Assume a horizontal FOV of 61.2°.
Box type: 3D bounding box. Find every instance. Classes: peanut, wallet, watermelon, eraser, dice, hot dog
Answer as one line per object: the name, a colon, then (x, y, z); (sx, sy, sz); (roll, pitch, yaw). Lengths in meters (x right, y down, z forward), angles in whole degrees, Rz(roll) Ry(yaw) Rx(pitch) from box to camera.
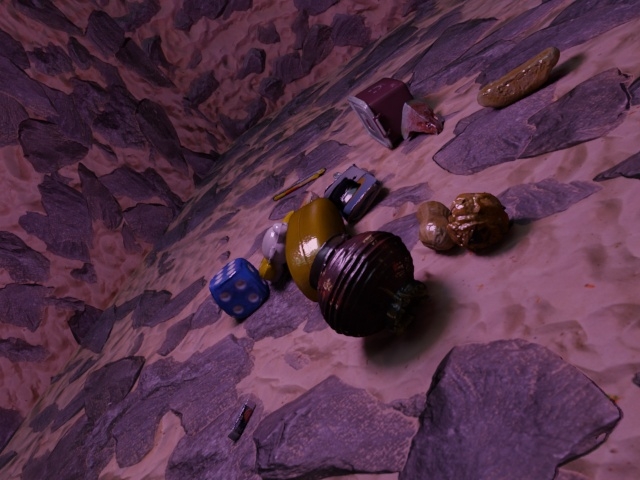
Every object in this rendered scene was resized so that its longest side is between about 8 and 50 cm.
peanut: (0.266, -0.035, 1.254); (0.089, 0.089, 0.193); (-34, 20, 21)
wallet: (0.096, -0.159, 1.712); (0.170, 0.069, 0.231); (-50, 31, 6)
watermelon: (0.334, -0.405, 1.748); (0.098, 0.121, 0.158); (-30, 20, -27)
eraser: (-0.185, 0.421, 1.272); (0.019, 0.027, 0.099); (-29, 25, 48)
dice: (-0.256, 0.149, 1.714); (0.146, 0.146, 0.143); (-38, 21, 4)
hot dog: (0.547, -0.435, 1.483); (0.242, 0.073, 0.084); (-28, 23, 39)

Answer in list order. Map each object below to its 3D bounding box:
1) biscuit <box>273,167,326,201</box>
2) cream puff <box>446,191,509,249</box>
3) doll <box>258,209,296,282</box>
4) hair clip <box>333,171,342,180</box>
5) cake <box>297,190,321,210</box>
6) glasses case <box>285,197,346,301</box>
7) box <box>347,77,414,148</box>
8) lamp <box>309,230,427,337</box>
biscuit: (-0.093, -0.234, 2.252); (0.292, 0.026, 0.048); (-25, 25, 37)
cream puff: (0.323, -0.034, 1.119); (0.104, 0.119, 0.133); (-101, 31, -44)
doll: (-0.127, 0.020, 1.684); (0.252, 0.111, 0.237); (-66, -4, 28)
hair clip: (0.104, -0.186, 1.824); (0.066, 0.036, 0.229); (-49, 34, 1)
cake: (-0.054, -0.052, 1.859); (0.225, 0.090, 0.109); (-56, 20, 21)
glasses case: (0.000, 0.000, 1.504); (0.141, 0.173, 0.371); (-32, 25, 18)
box: (0.232, -0.463, 1.921); (0.167, 0.193, 0.294); (-33, 23, 3)
lamp: (0.102, 0.093, 1.130); (0.247, 0.247, 0.247); (-36, 24, 19)
